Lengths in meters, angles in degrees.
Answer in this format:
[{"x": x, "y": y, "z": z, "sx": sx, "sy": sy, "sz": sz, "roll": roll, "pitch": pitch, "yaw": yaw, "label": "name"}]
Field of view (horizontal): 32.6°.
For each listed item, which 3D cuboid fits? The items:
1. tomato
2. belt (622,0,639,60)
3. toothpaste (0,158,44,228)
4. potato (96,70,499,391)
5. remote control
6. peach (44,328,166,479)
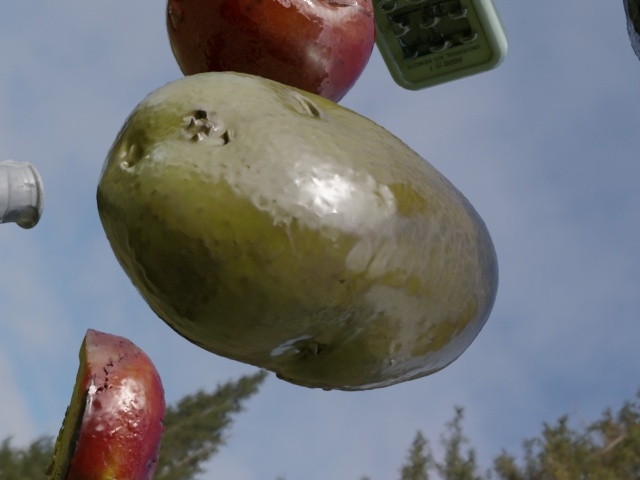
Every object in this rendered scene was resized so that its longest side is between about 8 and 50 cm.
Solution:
[{"x": -0.038, "y": -0.167, "z": 0.867, "sx": 0.167, "sy": 0.167, "sz": 0.167, "roll": 39, "pitch": -35, "yaw": 35, "label": "tomato"}, {"x": 0.253, "y": -0.162, "z": 0.553, "sx": 0.122, "sy": 0.218, "sz": 0.128, "roll": 61, "pitch": 17, "yaw": 9, "label": "belt"}, {"x": -0.304, "y": -0.027, "z": 0.740, "sx": 0.089, "sy": 0.234, "sz": 0.057, "roll": -46, "pitch": -119, "yaw": 38, "label": "toothpaste"}, {"x": 0.000, "y": 0.000, "z": 0.618, "sx": 0.251, "sy": 0.174, "sz": 0.159, "roll": 28, "pitch": -44, "yaw": -29, "label": "potato"}, {"x": 0.073, "y": -0.297, "z": 1.055, "sx": 0.127, "sy": 0.066, "sz": 0.335, "roll": -14, "pitch": -52, "yaw": 22, "label": "remote control"}, {"x": -0.187, "y": 0.168, "z": 0.993, "sx": 0.127, "sy": 0.092, "sz": 0.172, "roll": 132, "pitch": -29, "yaw": -58, "label": "peach"}]
